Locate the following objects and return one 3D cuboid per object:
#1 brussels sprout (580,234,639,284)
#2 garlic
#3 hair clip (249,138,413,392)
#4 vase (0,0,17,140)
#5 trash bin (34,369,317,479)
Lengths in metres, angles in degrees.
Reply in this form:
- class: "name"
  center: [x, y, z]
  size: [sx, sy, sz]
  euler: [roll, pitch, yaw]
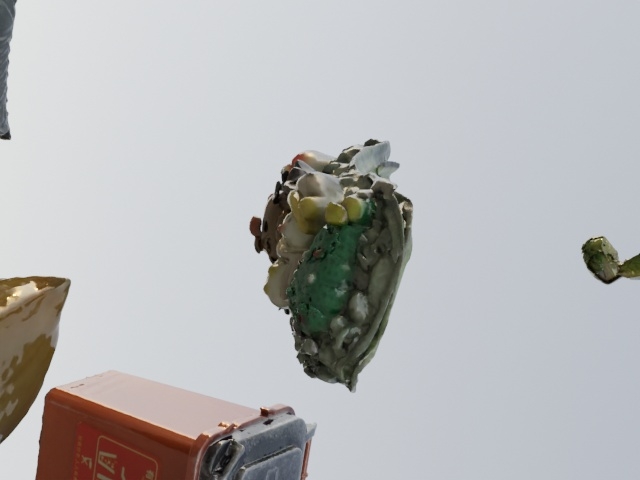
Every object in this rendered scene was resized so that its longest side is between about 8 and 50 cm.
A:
- class: "brussels sprout"
  center: [0.317, 0.022, 1.796]
  size: [0.083, 0.046, 0.051]
  euler: [9, -73, 26]
- class: "garlic"
  center: [-0.352, 0.112, 1.360]
  size: [0.151, 0.338, 0.196]
  euler: [46, -63, 15]
- class: "hair clip"
  center: [-0.002, 0.000, 1.123]
  size: [0.321, 0.091, 0.138]
  euler: [-97, -152, -81]
- class: "vase"
  center: [-0.363, -0.237, 1.843]
  size: [0.115, 0.115, 0.237]
  euler: [5, -99, 65]
- class: "trash bin"
  center: [-0.138, 0.213, 1.625]
  size: [0.239, 0.184, 0.161]
  euler: [18, -73, 31]
